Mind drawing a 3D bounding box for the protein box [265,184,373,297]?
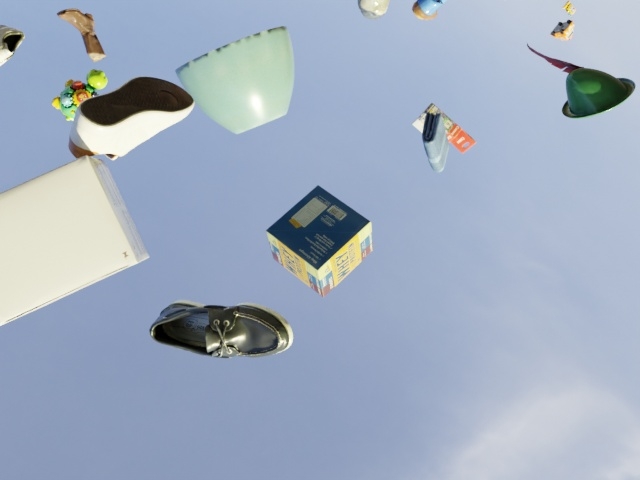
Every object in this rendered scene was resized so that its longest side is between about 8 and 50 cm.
[{"bbox_3d":[0.000,0.000,2.019,0.200,0.136,0.201,36,-113,28],"label":"protein box"}]

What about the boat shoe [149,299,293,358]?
[{"bbox_3d":[-0.224,0.197,1.618,0.340,0.127,0.113,10,-159,28],"label":"boat shoe"}]

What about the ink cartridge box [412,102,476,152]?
[{"bbox_3d":[0.237,-0.207,1.456,0.115,0.063,0.029,41,-111,-2],"label":"ink cartridge box"}]

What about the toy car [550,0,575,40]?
[{"bbox_3d":[0.562,-0.493,1.696,0.040,0.060,0.122,41,-114,-19],"label":"toy car"}]

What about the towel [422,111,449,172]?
[{"bbox_3d":[0.204,-0.173,1.346,0.029,0.119,0.067,9,-109,20],"label":"towel"}]

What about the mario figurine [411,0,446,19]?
[{"bbox_3d":[0.343,-0.638,1.718,0.198,0.320,0.170,28,-130,-40],"label":"mario figurine"}]

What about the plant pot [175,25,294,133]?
[{"bbox_3d":[-0.180,-0.374,1.839,0.290,0.290,0.195,-34,-74,-49],"label":"plant pot"}]

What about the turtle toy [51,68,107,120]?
[{"bbox_3d":[-0.503,-0.308,1.613,0.095,0.066,0.130,35,-110,-20],"label":"turtle toy"}]

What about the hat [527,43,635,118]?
[{"bbox_3d":[0.644,-0.419,1.867,0.183,0.208,0.173,58,-153,-25],"label":"hat"}]

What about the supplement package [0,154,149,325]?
[{"bbox_3d":[-0.471,-0.003,1.328,0.261,0.145,0.204,-25,-85,-4],"label":"supplement package"}]

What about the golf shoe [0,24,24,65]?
[{"bbox_3d":[-0.719,-0.407,1.656,0.176,0.086,0.069,-64,-38,-24],"label":"golf shoe"}]

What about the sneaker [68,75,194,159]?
[{"bbox_3d":[-0.361,-0.226,1.423,0.106,0.123,0.290,46,-143,10],"label":"sneaker"}]

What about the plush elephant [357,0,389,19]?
[{"bbox_3d":[0.259,-0.552,1.415,0.255,0.330,0.272,28,-109,-2],"label":"plush elephant"}]

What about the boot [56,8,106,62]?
[{"bbox_3d":[-0.544,-0.467,1.732,0.106,0.037,0.114,-11,-96,-57],"label":"boot"}]
